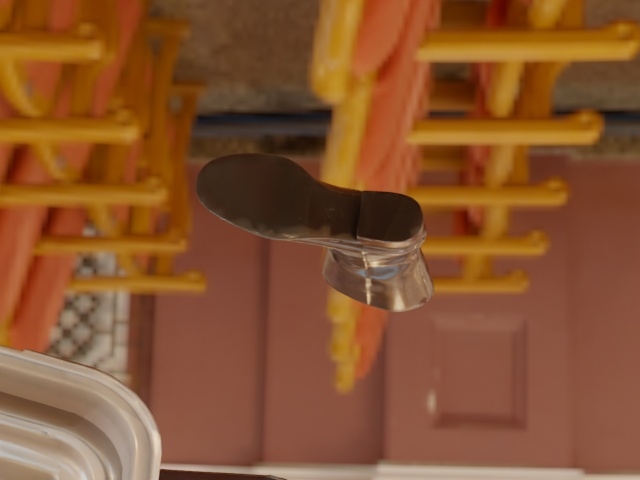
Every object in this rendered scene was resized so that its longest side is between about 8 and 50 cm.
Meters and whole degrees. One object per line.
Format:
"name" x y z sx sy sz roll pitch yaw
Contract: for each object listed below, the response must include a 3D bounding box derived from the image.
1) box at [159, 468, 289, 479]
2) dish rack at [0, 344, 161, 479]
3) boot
"box" -0.058 0.245 1.232 0.093 0.158 0.156 21 164 -30
"dish rack" -0.275 0.179 1.116 0.332 0.286 0.072 15 -146 8
"boot" 0.000 0.000 0.819 0.106 0.037 0.114 15 166 8
